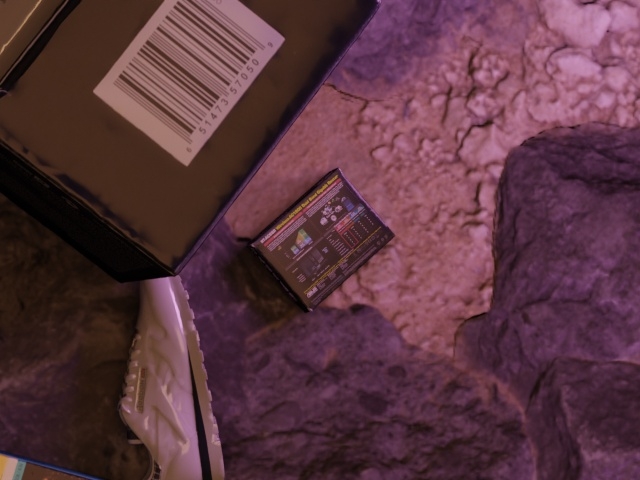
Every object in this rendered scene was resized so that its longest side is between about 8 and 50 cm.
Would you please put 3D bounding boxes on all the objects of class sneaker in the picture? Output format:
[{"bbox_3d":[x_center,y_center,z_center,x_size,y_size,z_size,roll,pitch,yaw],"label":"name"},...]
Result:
[{"bbox_3d":[-0.157,0.136,1.838,0.095,0.090,0.235,-10,88,-3],"label":"sneaker"}]

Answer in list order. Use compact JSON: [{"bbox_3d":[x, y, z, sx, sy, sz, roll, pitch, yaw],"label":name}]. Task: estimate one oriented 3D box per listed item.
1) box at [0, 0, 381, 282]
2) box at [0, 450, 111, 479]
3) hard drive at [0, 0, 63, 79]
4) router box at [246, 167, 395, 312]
[{"bbox_3d":[-0.150,-0.138,1.688,0.212,0.395,0.293,38,80,-8],"label":"box"},{"bbox_3d":[-0.317,0.252,1.806,0.244,0.060,0.100,17,84,-11],"label":"box"},{"bbox_3d":[-0.282,-0.310,1.789,0.203,0.040,0.307,29,79,33],"label":"hard drive"},{"bbox_3d":[0.000,0.000,1.898,0.122,0.038,0.092,-41,97,-11],"label":"router box"}]
